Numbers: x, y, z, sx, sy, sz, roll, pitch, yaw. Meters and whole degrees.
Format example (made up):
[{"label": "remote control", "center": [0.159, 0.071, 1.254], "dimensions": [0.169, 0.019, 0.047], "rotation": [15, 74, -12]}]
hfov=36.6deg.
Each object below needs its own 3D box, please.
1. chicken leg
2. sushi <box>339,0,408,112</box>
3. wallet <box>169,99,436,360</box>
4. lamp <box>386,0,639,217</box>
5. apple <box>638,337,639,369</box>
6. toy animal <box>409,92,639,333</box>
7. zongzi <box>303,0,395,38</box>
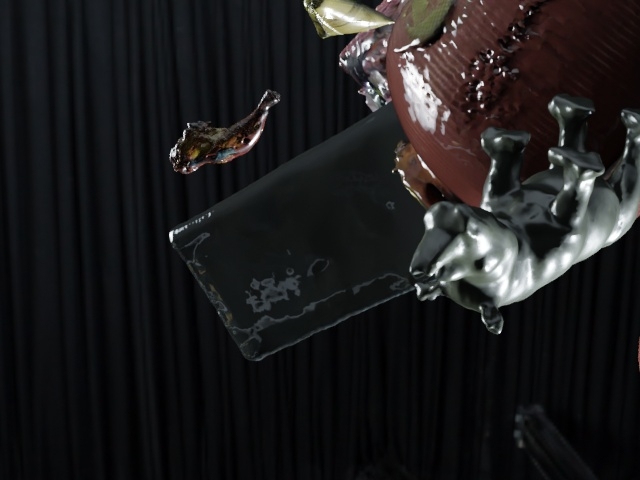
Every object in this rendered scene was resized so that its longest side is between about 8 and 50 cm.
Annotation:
[{"label": "chicken leg", "center": [-0.105, -0.119, 1.092], "dimensions": [0.145, 0.062, 0.037], "rotation": [-22, -153, 7]}, {"label": "sushi", "center": [0.145, -0.199, 1.157], "dimensions": [0.236, 0.171, 0.270], "rotation": [45, -176, -11]}, {"label": "wallet", "center": [0.000, 0.000, 0.819], "dimensions": [0.285, 0.146, 0.030], "rotation": [-27, -179, 36]}, {"label": "lamp", "center": [0.141, -0.105, 0.486], "dimensions": [0.180, 0.258, 0.180], "rotation": [29, -151, -18]}, {"label": "apple", "center": [0.319, 0.091, 0.734], "dimensions": [0.153, 0.120, 0.153], "rotation": [1, -145, -1]}, {"label": "toy animal", "center": [0.077, -0.008, 0.354], "dimensions": [0.047, 0.065, 0.136], "rotation": [24, -147, 32]}, {"label": "zongzi", "center": [0.029, -0.231, 0.975], "dimensions": [0.083, 0.040, 0.076], "rotation": [4, 171, 14]}]
